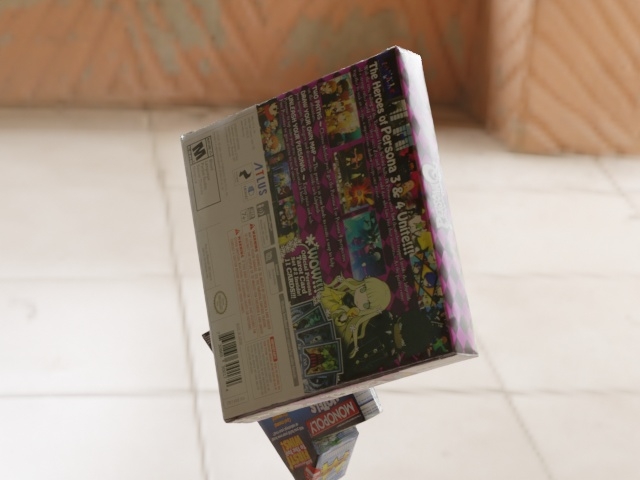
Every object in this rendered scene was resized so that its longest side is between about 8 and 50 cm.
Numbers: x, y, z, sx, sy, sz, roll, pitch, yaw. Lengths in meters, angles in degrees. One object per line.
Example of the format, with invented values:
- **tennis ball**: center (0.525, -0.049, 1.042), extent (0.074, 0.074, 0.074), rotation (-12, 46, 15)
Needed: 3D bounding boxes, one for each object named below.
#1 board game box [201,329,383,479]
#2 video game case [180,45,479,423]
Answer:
- **board game box**: center (-0.010, 0.144, 1.647), extent (0.060, 0.194, 0.194), rotation (-24, -3, -37)
- **video game case**: center (0.000, 0.000, 1.244), extent (0.210, 0.232, 0.042), rotation (-20, -18, 32)
